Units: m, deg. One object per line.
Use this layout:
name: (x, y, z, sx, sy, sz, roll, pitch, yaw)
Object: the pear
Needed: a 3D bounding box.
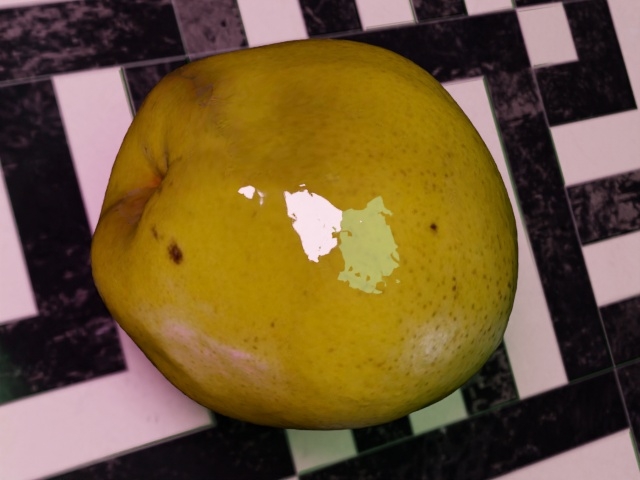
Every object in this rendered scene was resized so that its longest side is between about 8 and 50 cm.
pear: (0.000, 0.000, 0.916, 0.294, 0.294, 0.294, 6, 78, -28)
